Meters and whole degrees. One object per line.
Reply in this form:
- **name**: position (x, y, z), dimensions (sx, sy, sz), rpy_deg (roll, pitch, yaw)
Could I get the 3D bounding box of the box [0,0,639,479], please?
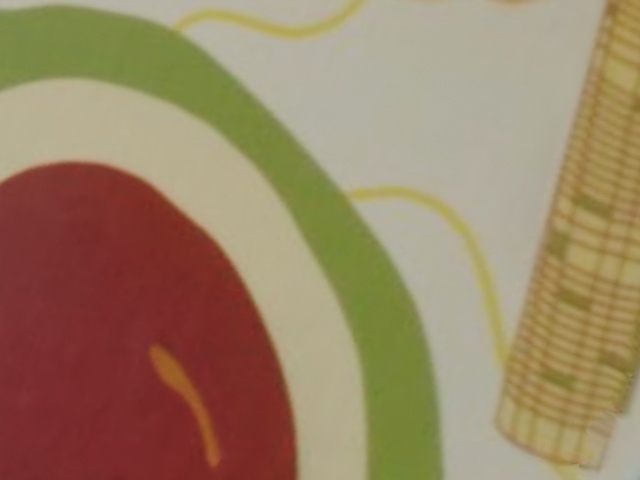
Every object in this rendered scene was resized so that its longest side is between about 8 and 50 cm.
- **box**: position (0.000, 0.000, 0.440), dimensions (0.345, 0.122, 0.385), rpy_deg (18, 89, 24)
